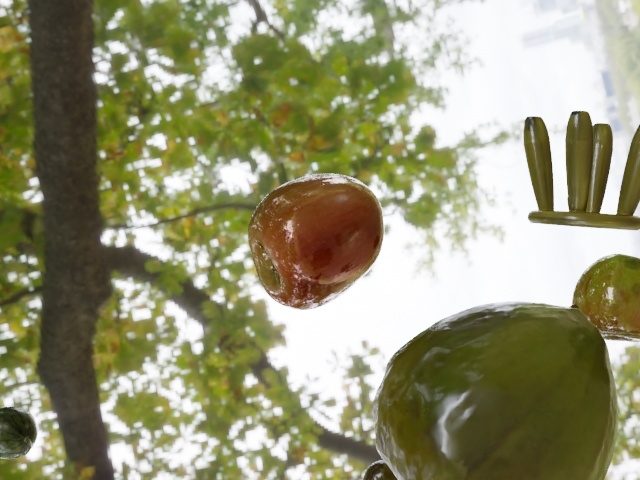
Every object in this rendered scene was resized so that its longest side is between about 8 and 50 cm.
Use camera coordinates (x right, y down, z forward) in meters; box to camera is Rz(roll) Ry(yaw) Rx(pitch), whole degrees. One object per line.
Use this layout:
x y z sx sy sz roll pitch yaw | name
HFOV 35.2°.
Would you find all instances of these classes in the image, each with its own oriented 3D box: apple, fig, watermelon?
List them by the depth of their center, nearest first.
0.250 0.240 1.363 0.343 0.343 0.343 -13 -90 -74 | fig
0.105 0.399 1.665 0.088 0.074 0.074 17 -120 -87 | fig
-0.560 0.348 1.831 0.109 0.109 0.109 -13 -90 -74 | watermelon
0.000 0.000 1.837 0.242 0.241 0.242 48 151 38 | apple
0.617 0.120 2.076 0.196 0.196 0.196 -13 -90 -74 | apple

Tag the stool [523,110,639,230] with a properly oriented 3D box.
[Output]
0.263 -0.067 0.993 0.135 0.134 0.110 -2 -83 -64 | stool
